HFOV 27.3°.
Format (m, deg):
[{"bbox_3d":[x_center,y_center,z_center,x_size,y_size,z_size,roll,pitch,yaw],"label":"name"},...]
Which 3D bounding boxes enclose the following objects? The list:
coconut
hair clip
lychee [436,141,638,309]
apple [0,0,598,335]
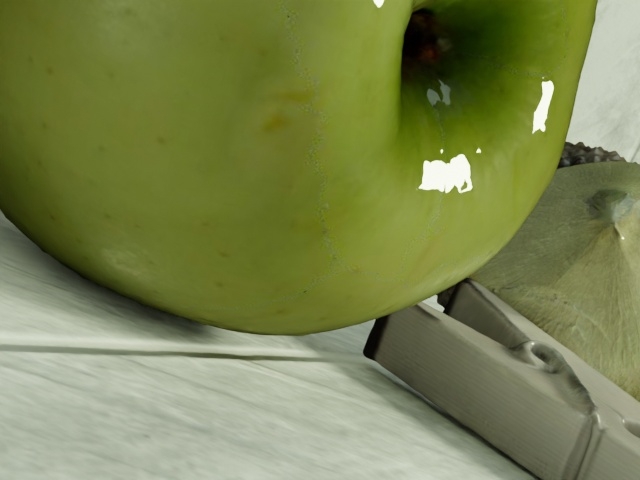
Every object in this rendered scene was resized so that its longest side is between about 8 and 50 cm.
[{"bbox_3d":[0.246,0.046,1.192,0.245,0.245,0.247,30,-29,31],"label":"coconut"},{"bbox_3d":[0.180,0.136,1.014,0.101,0.085,0.331,5,24,-46],"label":"hair clip"},{"bbox_3d":[0.265,0.028,1.506,0.300,0.300,0.300,26,5,-3],"label":"lychee"},{"bbox_3d":[-0.049,-0.158,0.919,0.474,0.473,0.473,26,5,-3],"label":"apple"}]
